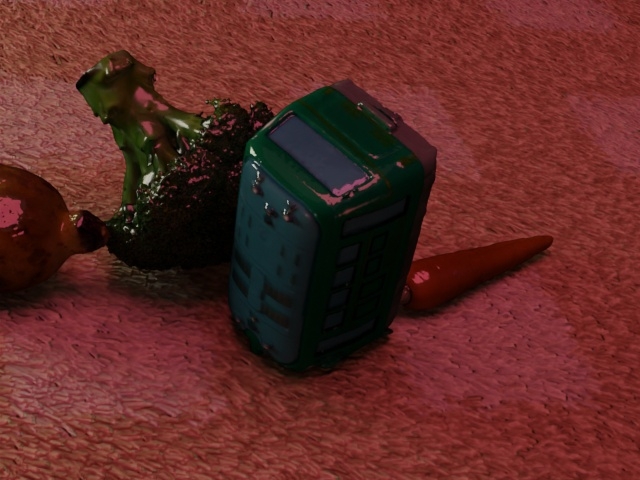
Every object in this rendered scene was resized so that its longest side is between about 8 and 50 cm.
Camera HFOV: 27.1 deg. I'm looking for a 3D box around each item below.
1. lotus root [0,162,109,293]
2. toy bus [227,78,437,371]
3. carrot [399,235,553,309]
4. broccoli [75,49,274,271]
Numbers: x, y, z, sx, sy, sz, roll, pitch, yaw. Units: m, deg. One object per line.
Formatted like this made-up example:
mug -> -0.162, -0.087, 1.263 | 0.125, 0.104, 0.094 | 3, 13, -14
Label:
lotus root -> -0.415, -0.015, 1.629 | 0.314, 0.141, 0.169 | 10, 54, 1
toy bus -> 0.000, 0.000, 1.590 | 0.199, 0.343, 0.183 | -30, 57, -33
carrot -> 0.208, 0.034, 1.833 | 0.336, 0.069, 0.069 | -19, 47, -40
broccoli -> -0.180, -0.105, 1.701 | 0.297, 0.297, 0.297 | 55, 44, 0
